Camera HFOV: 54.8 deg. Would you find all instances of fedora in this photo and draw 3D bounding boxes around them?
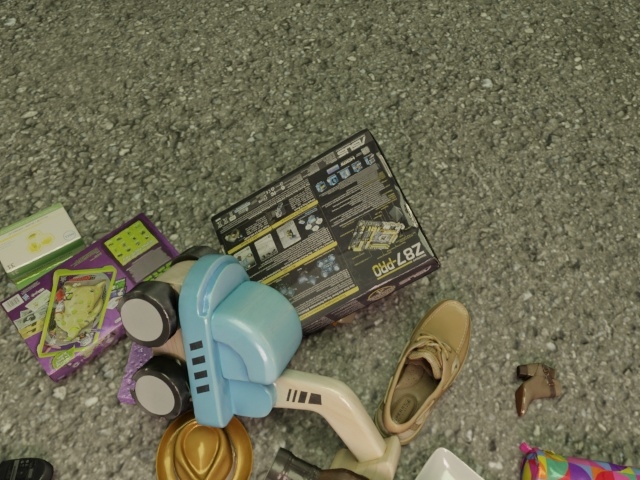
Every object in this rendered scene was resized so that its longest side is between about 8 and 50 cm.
[{"bbox_3d":[-0.215,0.391,1.129,0.194,0.079,0.195,1,57,-2],"label":"fedora"}]

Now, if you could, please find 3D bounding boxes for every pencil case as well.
[{"bbox_3d":[0.483,0.440,1.122,0.236,0.104,0.105,12,57,3],"label":"pencil case"}]

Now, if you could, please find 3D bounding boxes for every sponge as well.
[{"bbox_3d":[-0.327,0.231,1.258,0.117,0.031,0.210,6,56,2],"label":"sponge"}]

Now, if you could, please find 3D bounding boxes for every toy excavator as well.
[{"bbox_3d":[-0.089,0.239,1.097,0.444,0.433,0.222,2,20,20],"label":"toy excavator"}]

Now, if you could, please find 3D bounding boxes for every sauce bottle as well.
[{"bbox_3d":[0.071,0.446,1.013,0.344,0.111,0.111,27,59,5],"label":"sauce bottle"}]

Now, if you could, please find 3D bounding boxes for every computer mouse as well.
[{"bbox_3d":[-0.599,0.435,1.112,0.241,0.041,0.071,-5,48,2],"label":"computer mouse"}]

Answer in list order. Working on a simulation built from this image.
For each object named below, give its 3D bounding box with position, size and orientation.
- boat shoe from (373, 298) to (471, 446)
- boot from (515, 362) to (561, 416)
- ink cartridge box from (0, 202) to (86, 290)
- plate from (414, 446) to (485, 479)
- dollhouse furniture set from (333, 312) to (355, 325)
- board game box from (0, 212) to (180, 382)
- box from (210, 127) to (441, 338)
[{"bbox_3d":[0.219,0.245,1.228,0.121,0.110,0.341,25,59,13],"label":"boat shoe"},{"bbox_3d":[0.441,0.302,1.246,0.086,0.042,0.119,12,63,-4],"label":"boot"},{"bbox_3d":[-0.599,0.044,1.357,0.171,0.056,0.235,-29,61,-21],"label":"ink cartridge box"},{"bbox_3d":[0.240,0.552,1.066,0.277,0.045,0.278,35,62,20],"label":"plate"},{"bbox_3d":[0.030,0.036,1.386,0.197,0.151,0.302,14,80,22],"label":"dollhouse furniture set"},{"bbox_3d":[-0.457,0.107,1.291,0.346,0.056,0.208,-36,61,-21],"label":"board game box"},{"bbox_3d":[0.000,0.000,1.270,0.394,0.097,0.318,-29,66,10],"label":"box"}]
